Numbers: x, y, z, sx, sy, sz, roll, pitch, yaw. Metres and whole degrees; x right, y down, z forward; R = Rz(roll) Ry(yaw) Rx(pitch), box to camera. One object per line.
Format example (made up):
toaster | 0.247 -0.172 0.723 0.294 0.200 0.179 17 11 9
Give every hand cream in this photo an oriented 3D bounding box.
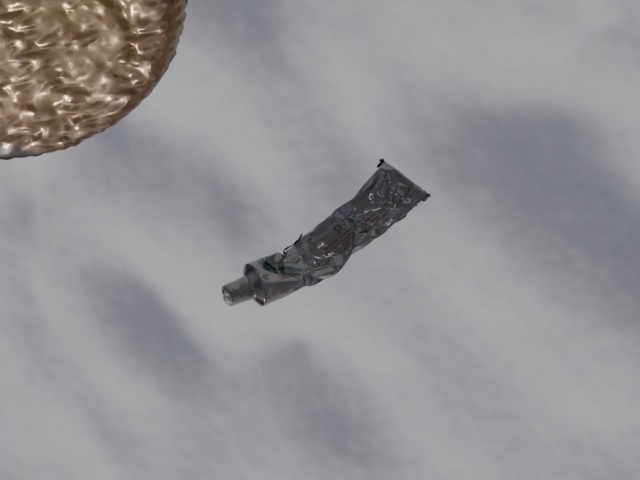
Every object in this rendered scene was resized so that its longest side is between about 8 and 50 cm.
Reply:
hand cream | 0.001 0.003 1.959 0.084 0.257 0.050 42 159 39

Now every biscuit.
biscuit | -0.221 -0.163 0.993 0.305 0.038 0.305 6 138 6
